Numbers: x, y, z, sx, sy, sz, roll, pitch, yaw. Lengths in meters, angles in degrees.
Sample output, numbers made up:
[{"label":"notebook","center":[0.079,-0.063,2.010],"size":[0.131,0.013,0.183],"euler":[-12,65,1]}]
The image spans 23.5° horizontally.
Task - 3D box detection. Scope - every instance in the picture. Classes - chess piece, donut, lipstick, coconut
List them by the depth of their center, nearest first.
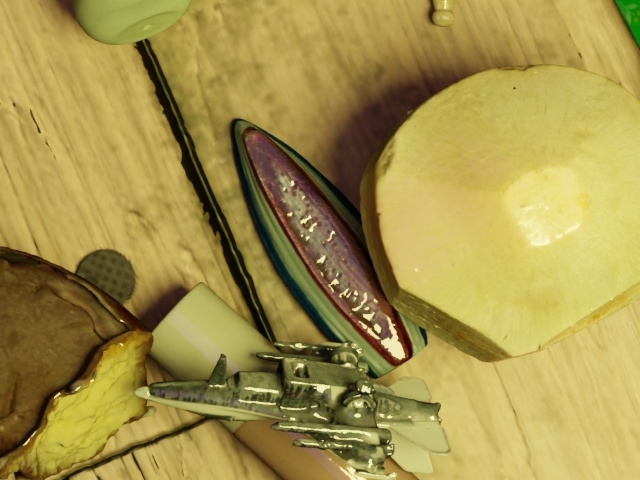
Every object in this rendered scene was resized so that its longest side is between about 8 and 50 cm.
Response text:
[{"label":"donut","center":[-0.301,0.149,1.066],"size":[0.259,0.136,0.345],"euler":[23,59,20]},{"label":"coconut","center":[0.141,-0.025,1.081],"size":[0.237,0.237,0.197],"euler":[-22,86,-2]},{"label":"lipstick","center":[-0.018,0.140,1.146],"size":[0.254,0.070,0.070],"euler":[42,87,1]},{"label":"chess piece","center":[0.095,-0.211,1.186],"size":[0.035,0.035,0.092],"euler":[1,91,-1]}]

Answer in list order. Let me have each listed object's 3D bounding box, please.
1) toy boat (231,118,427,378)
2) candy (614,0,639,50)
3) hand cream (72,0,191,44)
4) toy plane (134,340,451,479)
[{"label":"toy boat","center":[0.000,0.000,1.169],"size":[0.080,0.046,0.229],"euler":[-33,90,-4]},{"label":"candy","center":[0.296,-0.174,1.167],"size":[0.141,0.078,0.203],"euler":[-22,100,9]},{"label":"hand cream","center":[-0.193,-0.296,1.156],"size":[0.147,0.093,0.306],"euler":[-24,86,-4]},{"label":"toy plane","center":[-0.007,0.108,1.075],"size":[0.234,0.160,0.082],"euler":[18,117,-20]}]
